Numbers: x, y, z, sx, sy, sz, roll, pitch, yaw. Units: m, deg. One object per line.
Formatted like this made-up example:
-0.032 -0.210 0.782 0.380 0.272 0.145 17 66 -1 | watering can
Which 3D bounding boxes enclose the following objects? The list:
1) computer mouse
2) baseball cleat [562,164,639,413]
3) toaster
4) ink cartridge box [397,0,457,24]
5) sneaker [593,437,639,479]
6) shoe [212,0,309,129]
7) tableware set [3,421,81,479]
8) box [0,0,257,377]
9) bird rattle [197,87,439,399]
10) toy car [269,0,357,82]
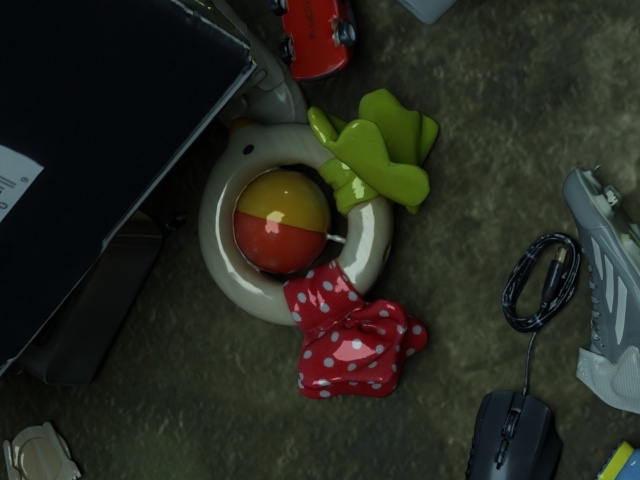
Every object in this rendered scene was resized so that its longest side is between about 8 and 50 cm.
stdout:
0.160 0.112 1.290 0.071 0.041 0.242 11 93 21 | computer mouse
0.222 0.049 1.252 0.109 0.072 0.206 -37 74 23 | baseball cleat
-0.239 0.014 1.405 0.168 0.110 0.186 32 100 17 | toaster
0.065 -0.387 1.280 0.308 0.091 0.385 -49 48 8 | ink cartridge box
0.209 0.256 1.254 0.082 0.069 0.209 34 99 11 | sneaker
-0.090 -0.158 1.376 0.076 0.058 0.219 -42 76 16 | shoe
-0.282 0.246 1.467 0.168 0.020 0.141 -17 84 19 | tableware set
-0.372 -0.136 1.262 0.480 0.297 0.472 -50 41 13 | box
0.000 0.000 1.321 0.207 0.143 0.254 17 108 21 | bird rattle
0.004 -0.268 1.338 0.225 0.053 0.239 -47 65 8 | toy car
